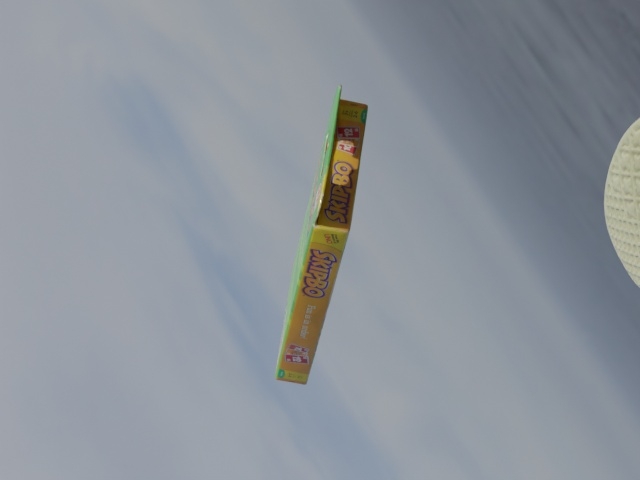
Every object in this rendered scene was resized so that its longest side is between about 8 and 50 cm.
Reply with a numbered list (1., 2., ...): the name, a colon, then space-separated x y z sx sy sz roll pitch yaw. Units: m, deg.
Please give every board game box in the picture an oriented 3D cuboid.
1. board game box: 0.000 0.000 1.248 0.259 0.039 0.124 100 179 -56

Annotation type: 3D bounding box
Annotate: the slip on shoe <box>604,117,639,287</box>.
1. slip on shoe: 0.286 -0.072 1.019 0.123 0.101 0.331 65 150 29
